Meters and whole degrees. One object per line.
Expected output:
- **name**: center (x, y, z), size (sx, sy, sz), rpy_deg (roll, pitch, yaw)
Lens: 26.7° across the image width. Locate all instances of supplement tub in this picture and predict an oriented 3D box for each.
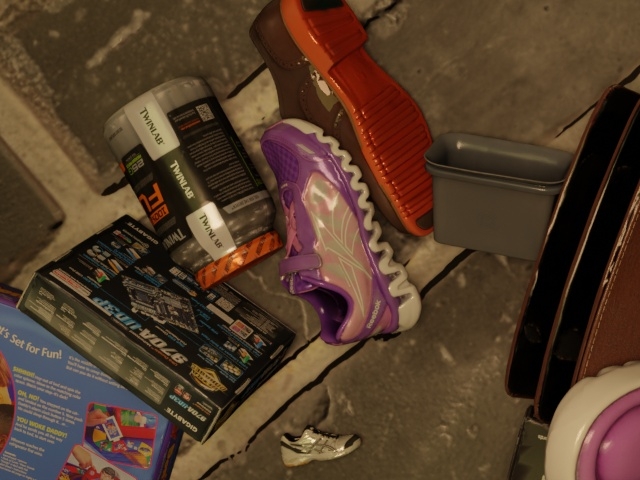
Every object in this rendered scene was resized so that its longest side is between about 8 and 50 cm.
- **supplement tub**: center (-0.120, -0.055, 1.318), size (0.117, 0.117, 0.190), rpy_deg (-30, 86, 11)

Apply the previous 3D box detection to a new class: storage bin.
- **storage bin**: center (0.168, -0.041, 1.279), size (0.135, 0.098, 0.091), rpy_deg (12, 118, 18)

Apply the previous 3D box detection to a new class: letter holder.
- **letter holder**: center (0.262, 0.021, 1.175), size (0.152, 0.214, 0.302), rpy_deg (24, 99, 46)

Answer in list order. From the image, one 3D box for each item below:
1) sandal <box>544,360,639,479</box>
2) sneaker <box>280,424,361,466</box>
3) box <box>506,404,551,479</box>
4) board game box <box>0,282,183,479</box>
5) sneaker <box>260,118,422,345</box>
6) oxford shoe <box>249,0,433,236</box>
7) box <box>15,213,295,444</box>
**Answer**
- **sandal**: center (0.365, 0.155, 1.130), size (0.416, 0.102, 0.169), rpy_deg (-15, 115, -29)
- **sneaker**: center (-0.002, 0.201, 1.350), size (0.083, 0.032, 0.037), rpy_deg (-14, 90, 11)
- **box**: center (0.313, 0.313, 1.270), size (0.307, 0.076, 0.242), rpy_deg (15, 96, 10)
- **board game box**: center (-0.317, 0.176, 1.384), size (0.347, 0.078, 0.233), rpy_deg (19, 97, 9)
- **sneaker**: center (0.000, 0.000, 1.280), size (0.104, 0.095, 0.236), rpy_deg (-30, 96, -26)
- **oxford shoe**: center (0.027, -0.119, 1.314), size (0.098, 0.097, 0.271), rpy_deg (-27, 93, 42)
- **box**: center (-0.152, 0.078, 1.300), size (0.220, 0.175, 0.051), rpy_deg (35, 119, 7)
